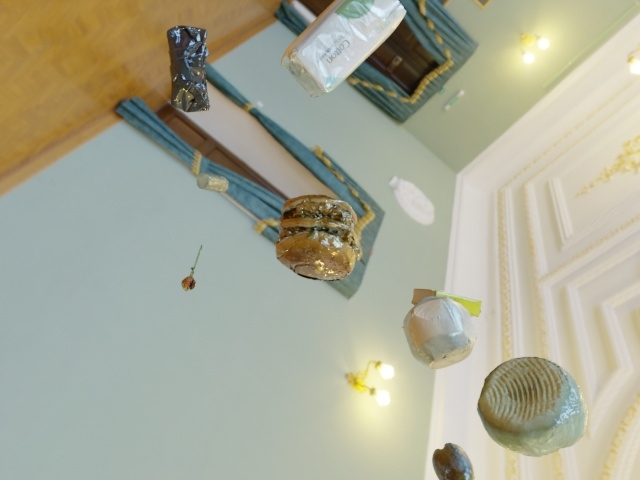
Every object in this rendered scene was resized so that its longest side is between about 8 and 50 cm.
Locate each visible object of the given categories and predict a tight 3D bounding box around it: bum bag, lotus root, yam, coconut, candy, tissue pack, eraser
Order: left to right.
[{"bbox_3d":[-0.396,-0.515,1.523,0.060,0.123,0.249,-146,-127,-75],"label":"bum bag"},{"bbox_3d":[-0.453,0.098,1.802,0.055,0.049,0.185,-71,-177,-74],"label":"candy"},{"bbox_3d":[-0.448,-0.238,2.092,0.078,0.078,0.179,-50,169,12],"label":"yam"},{"bbox_3d":[0.061,-0.633,1.595,0.356,0.194,0.266,-45,-163,0],"label":"tissue pack"},{"bbox_3d":[0.270,0.203,1.169,0.161,0.161,0.162,-45,-128,35],"label":"coconut"},{"bbox_3d":[0.472,0.234,1.899,0.158,0.225,0.069,177,-74,-69],"label":"eraser"},{"bbox_3d":[0.403,0.689,1.514,0.113,0.088,0.192,-26,-160,1],"label":"lotus root"}]

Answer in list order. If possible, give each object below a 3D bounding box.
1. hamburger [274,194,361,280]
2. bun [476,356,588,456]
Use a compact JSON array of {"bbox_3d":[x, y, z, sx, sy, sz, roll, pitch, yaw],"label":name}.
[{"bbox_3d":[0.005,-0.009,1.438,0.245,0.260,0.212,-23,-129,55],"label":"hamburger"},{"bbox_3d":[0.391,0.312,0.939,0.195,0.118,0.195,-28,-157,13],"label":"bun"}]
